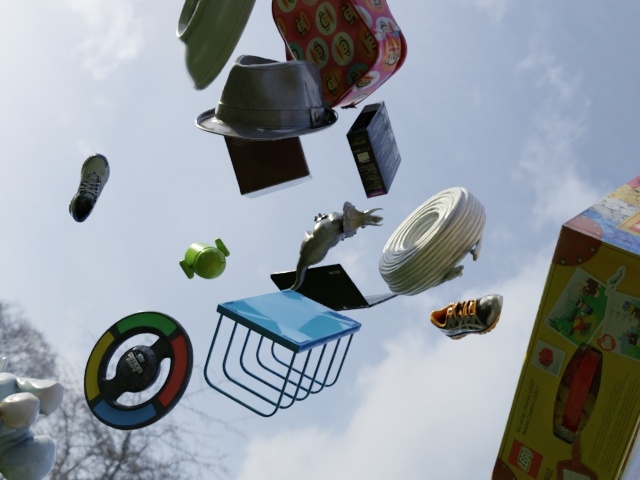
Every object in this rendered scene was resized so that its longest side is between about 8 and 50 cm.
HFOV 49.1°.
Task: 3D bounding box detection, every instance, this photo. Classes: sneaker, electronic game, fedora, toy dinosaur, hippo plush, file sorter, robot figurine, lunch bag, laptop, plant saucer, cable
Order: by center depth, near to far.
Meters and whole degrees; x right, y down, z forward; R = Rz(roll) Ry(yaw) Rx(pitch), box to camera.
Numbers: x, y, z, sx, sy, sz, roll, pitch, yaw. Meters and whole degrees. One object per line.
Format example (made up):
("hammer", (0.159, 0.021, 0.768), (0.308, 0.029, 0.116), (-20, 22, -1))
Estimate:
("file sorter", (-0.048, 0.138, 0.879), (0.118, 0.170, 0.104), (23, -78, 25))
("sneaker", (-0.413, -0.090, 1.260), (0.135, 0.052, 0.058), (-66, -155, 16))
("fedora", (-0.091, -0.271, 1.277), (0.244, 0.275, 0.124), (19, -65, 36))
("electronic game", (-0.343, 0.240, 1.314), (0.229, 0.229, 0.048), (25, -15, 29))
("lunch bag", (0.020, -0.416, 1.417), (0.258, 0.120, 0.293), (-35, -103, 47))
("robot figurine", (-0.233, 0.041, 1.420), (0.115, 0.101, 0.067), (21, -44, 56))
("cable", (0.222, 0.003, 1.426), (0.089, 0.257, 0.257), (43, -49, -12))
("hippo plush", (-0.718, 0.435, 1.568), (0.294, 0.234, 0.236), (8, -75, 35))
("sneaker", (0.332, 0.170, 1.598), (0.083, 0.084, 0.215), (28, -36, -17))
("plant saucer", (-0.260, -0.563, 1.684), (0.101, 0.400, 0.400), (21, -37, -25))
("toy dinosaur", (0.000, 0.000, 1.721), (0.121, 0.314, 0.160), (53, -6, 0))
("laptop", (0.044, 0.119, 1.859), (0.234, 0.264, 0.136), (-10, -88, 37))

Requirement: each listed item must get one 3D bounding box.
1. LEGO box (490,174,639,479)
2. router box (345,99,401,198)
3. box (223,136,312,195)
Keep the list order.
("LEGO box", (0.501, 0.176, 1.159), (0.193, 0.373, 0.500), (27, -56, 35))
("router box", (0.106, -0.178, 1.350), (0.046, 0.179, 0.133), (-11, -66, 22))
("box", (-0.127, -0.220, 1.646), (0.167, 0.168, 0.203), (-16, -90, 2))
